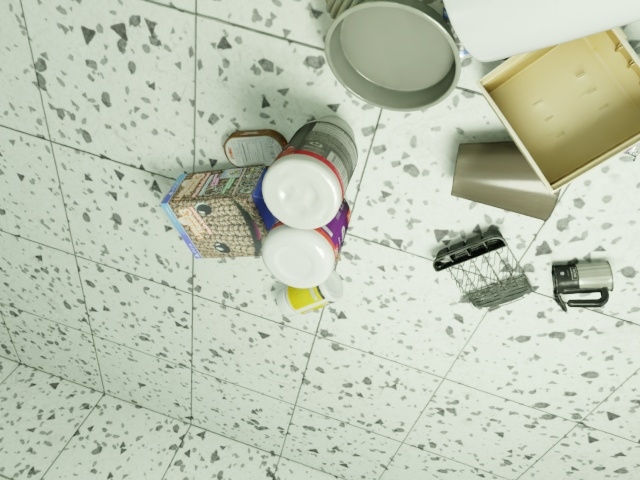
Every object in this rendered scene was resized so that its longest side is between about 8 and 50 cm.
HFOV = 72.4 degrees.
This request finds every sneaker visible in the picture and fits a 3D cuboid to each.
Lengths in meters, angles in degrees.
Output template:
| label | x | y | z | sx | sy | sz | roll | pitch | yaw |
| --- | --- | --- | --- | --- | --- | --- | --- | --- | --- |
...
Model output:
| label | x | y | z | sx | sy | sz | roll | pitch | yaw |
| --- | --- | --- | --- | --- | --- | --- | --- | --- | --- |
| sneaker | 0.689 | -0.203 | 0.989 | 0.098 | 0.038 | 0.069 | -29 | 112 | 33 |

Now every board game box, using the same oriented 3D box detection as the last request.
| label | x | y | z | sx | sy | sz | roll | pitch | yaw |
| --- | --- | --- | --- | --- | --- | --- | --- | --- | --- |
| board game box | -0.272 | -0.077 | 1.296 | 0.291 | 0.141 | 0.232 | -3 | 134 | 20 |

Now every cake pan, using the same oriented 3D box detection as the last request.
| label | x | y | z | sx | sy | sz | roll | pitch | yaw |
| --- | --- | --- | --- | --- | --- | --- | --- | --- | --- |
| cake pan | 0.154 | -0.392 | 0.928 | 0.293 | 0.054 | 0.293 | 18 | 161 | 7 |

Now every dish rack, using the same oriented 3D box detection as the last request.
| label | x | y | z | sx | sy | sz | roll | pitch | yaw |
| --- | --- | --- | --- | --- | --- | --- | --- | --- | --- |
| dish rack | 0.475 | 0.102 | 1.259 | 0.208 | 0.074 | 0.271 | -25 | 115 | 32 |

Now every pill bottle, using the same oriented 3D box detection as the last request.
| label | x | y | z | sx | sy | sz | roll | pitch | yaw |
| --- | --- | --- | --- | --- | --- | --- | --- | --- | --- |
| pill bottle | -0.022 | -0.037 | 1.151 | 0.181 | 0.323 | 0.182 | 9 | 128 | 11 |
| pill bottle | -0.007 | -0.181 | 1.044 | 0.176 | 0.318 | 0.176 | 8 | 127 | 11 |
| pill bottle | -0.039 | 0.175 | 1.445 | 0.208 | 0.119 | 0.119 | -26 | 114 | 31 |
| pill bottle | 0.292 | -0.455 | 0.902 | 0.078 | 0.078 | 0.137 | 3 | 126 | 15 |

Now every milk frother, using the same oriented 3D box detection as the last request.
| label | x | y | z | sx | sy | sz | roll | pitch | yaw |
| --- | --- | --- | --- | --- | --- | --- | --- | --- | --- |
| milk frother | 0.715 | 0.129 | 1.202 | 0.134 | 0.129 | 0.143 | -6 | 166 | 22 |

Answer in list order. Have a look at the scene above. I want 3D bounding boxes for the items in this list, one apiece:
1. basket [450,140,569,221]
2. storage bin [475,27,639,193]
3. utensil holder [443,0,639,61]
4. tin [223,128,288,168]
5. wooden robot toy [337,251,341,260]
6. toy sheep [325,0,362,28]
| label | x | y | z | sx | sy | sz | roll | pitch | yaw |
| --- | --- | --- | --- | --- | --- | --- | --- | --- | --- |
| basket | 0.435 | -0.154 | 1.040 | 0.226 | 0.154 | 0.204 | 9 | 129 | 16 |
| storage bin | 0.495 | -0.273 | 0.856 | 0.260 | 0.123 | 0.262 | -34 | 82 | 22 |
| utensil holder | 0.407 | -0.475 | 0.642 | 0.385 | 0.327 | 0.328 | -1 | 127 | 42 |
| tin | -0.182 | -0.255 | 1.226 | 0.189 | 0.040 | 0.106 | 0 | 121 | 17 |
| wooden robot toy | 0.000 | 0.000 | 1.354 | 0.173 | 0.076 | 0.079 | 24 | 94 | 0 |
| toy sheep | 0.062 | -0.502 | 0.936 | 0.132 | 0.091 | 0.091 | 37 | 128 | -3 |
